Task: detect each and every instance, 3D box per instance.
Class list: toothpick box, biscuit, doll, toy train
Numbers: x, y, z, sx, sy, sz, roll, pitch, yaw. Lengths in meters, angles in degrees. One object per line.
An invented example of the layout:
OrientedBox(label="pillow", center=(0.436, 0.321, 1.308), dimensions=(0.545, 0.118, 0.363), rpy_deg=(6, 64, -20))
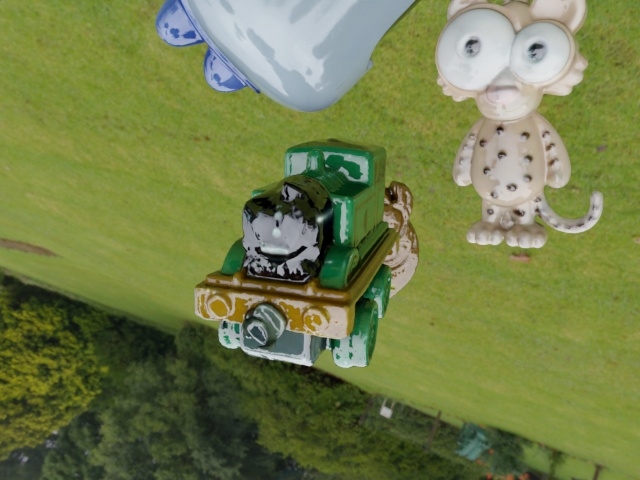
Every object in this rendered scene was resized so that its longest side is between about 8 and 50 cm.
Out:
OrientedBox(label="toothpick box", center=(-0.008, -0.304, 0.539), dimensions=(0.263, 0.355, 0.263), rpy_deg=(43, -173, -7))
OrientedBox(label="biscuit", center=(0.099, -0.022, 1.358), dimensions=(0.394, 0.350, 0.070), rpy_deg=(44, -164, -9))
OrientedBox(label="doll", center=(0.207, -0.127, 0.545), dimensions=(0.154, 0.278, 0.119), rpy_deg=(-5, -168, 33))
OrientedBox(label="toy train", center=(0.000, 0.000, 0.655), dimensions=(0.178, 0.249, 0.429), rpy_deg=(6, -165, 15))
